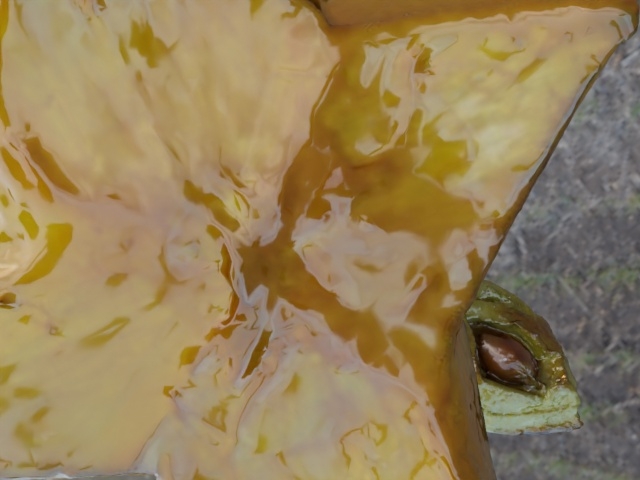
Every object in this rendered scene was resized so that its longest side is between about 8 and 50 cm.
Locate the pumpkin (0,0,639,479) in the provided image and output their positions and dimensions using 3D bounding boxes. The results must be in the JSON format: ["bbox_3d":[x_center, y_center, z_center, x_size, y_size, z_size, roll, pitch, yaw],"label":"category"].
[{"bbox_3d":[-0.023,0.013,0.426,0.095,0.258,0.290,-113,34,-82],"label":"pumpkin"}]

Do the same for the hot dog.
[{"bbox_3d":[0.067,0.047,0.621,0.169,0.078,0.061,22,133,38],"label":"hot dog"}]
